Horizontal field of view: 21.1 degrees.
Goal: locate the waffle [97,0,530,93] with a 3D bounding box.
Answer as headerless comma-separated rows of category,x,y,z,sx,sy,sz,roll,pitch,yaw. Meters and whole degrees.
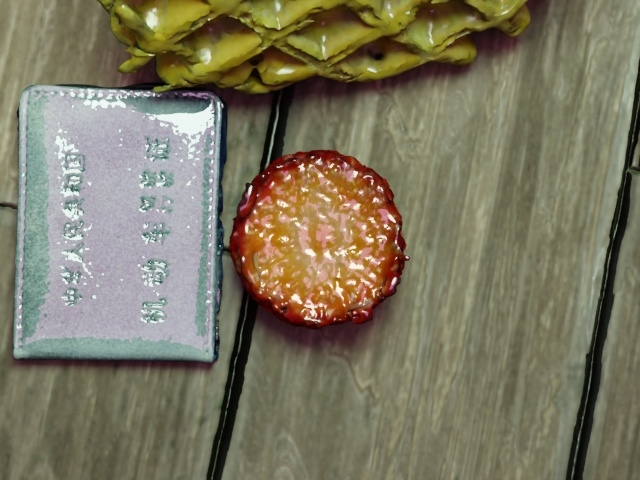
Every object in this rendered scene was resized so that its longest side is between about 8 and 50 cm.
waffle,0.028,-0.229,1.215,0.382,0.379,0.095,-10,61,-12

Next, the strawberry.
strawberry,0.000,0.000,1.326,0.145,0.086,0.145,0,83,-3

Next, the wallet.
wallet,-0.158,-0.015,1.343,0.167,0.036,0.222,2,85,-3
